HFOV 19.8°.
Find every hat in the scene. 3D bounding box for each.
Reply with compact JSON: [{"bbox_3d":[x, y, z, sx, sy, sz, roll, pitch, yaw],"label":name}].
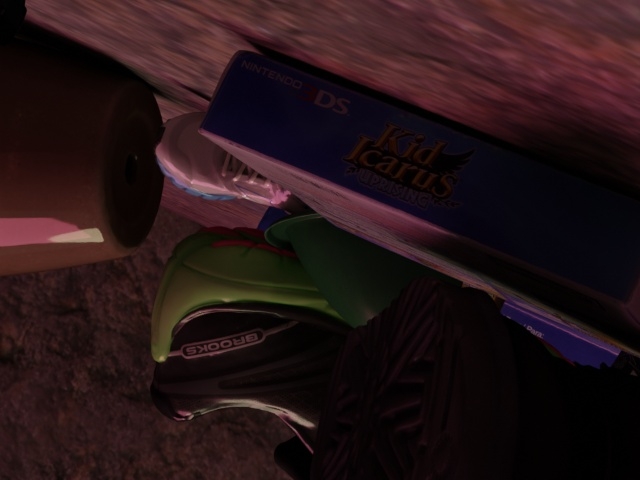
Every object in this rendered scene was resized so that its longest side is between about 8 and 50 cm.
[{"bbox_3d":[0.055,0.080,1.400,0.208,0.183,0.173,-5,165,28],"label":"hat"}]

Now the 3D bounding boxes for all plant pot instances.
[{"bbox_3d":[-0.260,-0.072,1.535,0.229,0.263,0.263,5,171,17],"label":"plant pot"}]

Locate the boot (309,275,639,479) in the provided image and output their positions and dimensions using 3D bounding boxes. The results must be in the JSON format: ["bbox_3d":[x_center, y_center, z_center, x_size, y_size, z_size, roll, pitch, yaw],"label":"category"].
[{"bbox_3d":[0.240,0.138,0.990,0.445,0.146,0.367,14,179,-7],"label":"boot"}]

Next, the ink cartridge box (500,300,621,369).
[{"bbox_3d":[0.321,0.154,2.049,0.324,0.071,0.330,24,178,18],"label":"ink cartridge box"}]

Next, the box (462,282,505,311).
[{"bbox_3d":[0.117,0.020,1.626,0.105,0.043,0.179,24,179,9],"label":"box"}]

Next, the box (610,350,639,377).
[{"bbox_3d":[0.382,0.247,1.802,0.270,0.165,0.143,30,-169,-7],"label":"box"}]

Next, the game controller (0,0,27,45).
[{"bbox_3d":[-0.249,-0.178,0.969,0.166,0.067,0.319,25,176,2],"label":"game controller"}]

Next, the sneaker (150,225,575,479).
[{"bbox_3d":[0.061,0.138,1.615,0.483,0.202,0.185,20,-174,-21],"label":"sneaker"}]

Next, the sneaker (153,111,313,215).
[{"bbox_3d":[-0.035,-0.056,1.425,0.191,0.071,0.083,17,173,-16],"label":"sneaker"}]

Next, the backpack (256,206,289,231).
[{"bbox_3d":[0.000,0.000,1.735,0.120,0.098,0.101,36,175,10],"label":"backpack"}]

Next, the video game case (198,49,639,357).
[{"bbox_3d":[0.094,-0.013,1.097,0.269,0.061,0.244,23,175,22],"label":"video game case"}]
